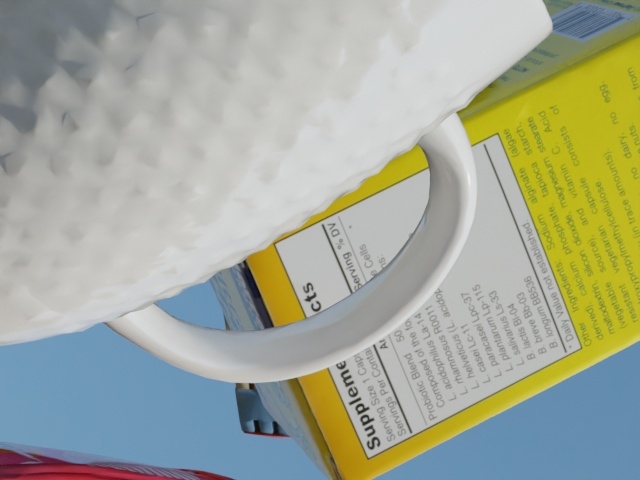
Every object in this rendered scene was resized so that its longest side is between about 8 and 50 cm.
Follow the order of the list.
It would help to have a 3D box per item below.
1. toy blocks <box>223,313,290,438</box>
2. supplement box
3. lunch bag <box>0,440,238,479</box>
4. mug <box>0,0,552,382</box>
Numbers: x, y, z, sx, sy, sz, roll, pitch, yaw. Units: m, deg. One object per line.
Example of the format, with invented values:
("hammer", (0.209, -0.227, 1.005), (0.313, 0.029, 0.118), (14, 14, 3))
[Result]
("toy blocks", (0.000, 0.000, 1.781), (0.191, 0.381, 0.261), (3, -55, 15))
("supplement box", (0.107, -0.019, 1.344), (0.194, 0.357, 0.195), (67, -11, -18))
("lunch bag", (-0.155, 0.154, 0.897), (0.293, 0.258, 0.120), (-3, -103, 39))
("mug", (-0.070, -0.078, 1.014), (0.374, 0.328, 0.276), (49, 6, -30))
